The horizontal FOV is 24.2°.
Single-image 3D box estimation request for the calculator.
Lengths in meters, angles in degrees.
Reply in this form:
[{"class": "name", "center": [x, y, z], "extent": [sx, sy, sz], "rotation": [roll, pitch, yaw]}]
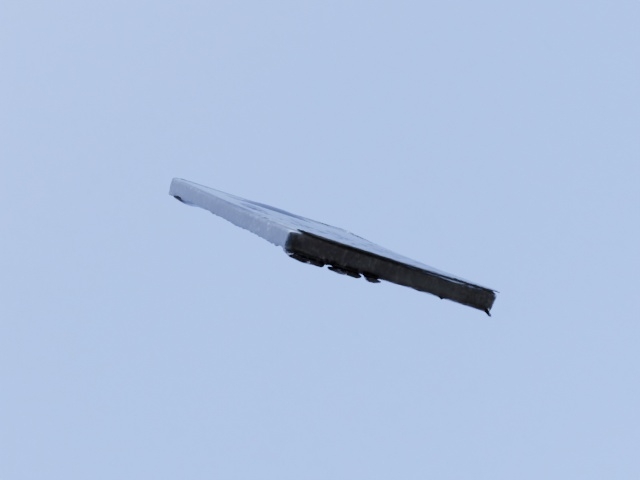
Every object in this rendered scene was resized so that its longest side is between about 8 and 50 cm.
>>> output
[{"class": "calculator", "center": [0.000, 0.000, 1.047], "extent": [0.161, 0.261, 0.021], "rotation": [17, -87, -26]}]
